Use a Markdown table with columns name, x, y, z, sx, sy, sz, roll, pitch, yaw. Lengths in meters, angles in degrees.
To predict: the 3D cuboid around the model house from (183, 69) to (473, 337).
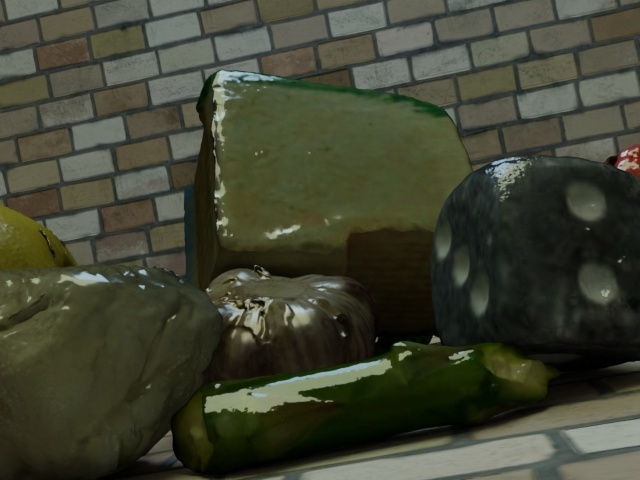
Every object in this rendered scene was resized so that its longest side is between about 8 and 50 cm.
| name | x | y | z | sx | sy | sz | roll | pitch | yaw |
| --- | --- | --- | --- | --- | --- | --- | --- | --- | --- |
| model house | 0.000 | 0.000 | 1.381 | 0.382 | 0.334 | 0.342 | 2 | -40 | -13 |

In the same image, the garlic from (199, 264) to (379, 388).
| name | x | y | z | sx | sy | sz | roll | pitch | yaw |
| --- | --- | --- | --- | --- | --- | --- | --- | --- | --- |
| garlic | -0.054 | 0.124 | 1.082 | 0.245 | 0.160 | 0.245 | 1 | 16 | 0 |

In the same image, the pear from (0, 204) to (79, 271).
| name | x | y | z | sx | sy | sz | roll | pitch | yaw |
| --- | --- | --- | --- | --- | --- | --- | --- | --- | --- |
| pear | -0.447 | 0.106 | 1.155 | 0.349 | 0.348 | 0.348 | -11 | -1 | 0 |

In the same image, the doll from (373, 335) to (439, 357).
| name | x | y | z | sx | sy | sz | roll | pitch | yaw |
| --- | --- | --- | --- | --- | --- | --- | --- | --- | --- |
| doll | 0.150 | 0.144 | 1.466 | 0.190 | 0.050 | 0.115 | -18 | 11 | -28 |

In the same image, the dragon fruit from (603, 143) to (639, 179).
| name | x | y | z | sx | sy | sz | roll | pitch | yaw |
| --- | --- | --- | --- | --- | --- | --- | --- | --- | --- |
| dragon fruit | 0.394 | 0.001 | 1.147 | 0.306 | 0.225 | 0.305 | -13 | -3 | -1 |

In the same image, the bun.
| name | x | y | z | sx | sy | sz | roll | pitch | yaw |
| --- | --- | --- | --- | --- | --- | --- | --- | --- | --- |
| bun | -0.239 | 0.125 | 0.899 | 0.282 | 0.204 | 0.281 | -1 | -3 | 0 |

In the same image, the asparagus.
| name | x | y | z | sx | sy | sz | roll | pitch | yaw |
| --- | --- | --- | --- | --- | --- | --- | --- | --- | --- |
| asparagus | 0.037 | 0.135 | 0.812 | 0.343 | 0.082 | 0.085 | -10 | -37 | 2 |

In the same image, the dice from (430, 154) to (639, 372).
| name | x | y | z | sx | sy | sz | roll | pitch | yaw |
| --- | --- | --- | --- | --- | --- | --- | --- | --- | --- |
| dice | 0.217 | 0.030 | 0.938 | 0.182 | 0.183 | 0.182 | 4 | -19 | -17 |
